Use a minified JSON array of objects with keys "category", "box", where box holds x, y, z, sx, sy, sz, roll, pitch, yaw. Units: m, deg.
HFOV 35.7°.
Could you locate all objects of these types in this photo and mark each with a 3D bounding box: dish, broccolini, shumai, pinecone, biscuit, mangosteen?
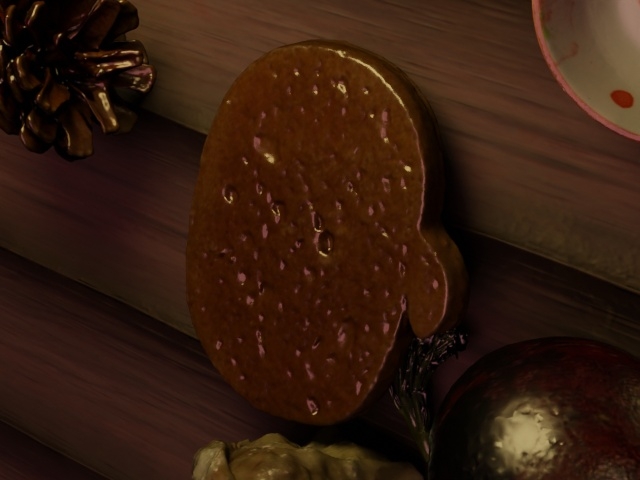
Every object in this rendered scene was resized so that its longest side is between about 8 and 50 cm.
[{"category":"dish","box":[0.314,-0.208,0.827,0.260,0.085,0.260,6,103,26]},{"category":"broccolini","box":[0.141,0.179,1.027,0.123,0.062,0.271,-37,79,44]},{"category":"shumai","box":[0.016,0.300,1.003,0.314,0.262,0.267,83,164,-47]},{"category":"pinecone","box":[-0.286,-0.200,1.090,0.201,0.202,0.229,-23,90,47]},{"category":"biscuit","box":[0.006,0.000,1.032,0.350,0.070,0.394,28,109,31]},{"category":"mangosteen","box":[0.231,0.226,0.851,0.300,0.300,0.300,7,105,27]}]
